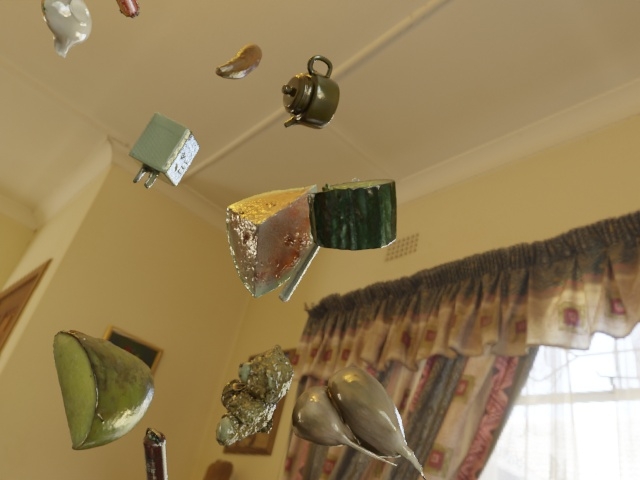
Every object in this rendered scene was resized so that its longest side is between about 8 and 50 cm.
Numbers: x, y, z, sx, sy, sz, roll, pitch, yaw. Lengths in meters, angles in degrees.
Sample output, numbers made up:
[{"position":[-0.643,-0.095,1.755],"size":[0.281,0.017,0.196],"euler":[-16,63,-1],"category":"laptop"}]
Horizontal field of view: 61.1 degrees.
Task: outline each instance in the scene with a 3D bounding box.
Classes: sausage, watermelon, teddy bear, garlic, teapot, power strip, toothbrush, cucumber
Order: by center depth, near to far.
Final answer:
[{"position":[0.074,-0.067,1.135],"size":[0.191,0.191,0.130],"euler":[5,-72,16],"category":"cucumber"},{"position":[-0.434,-0.545,1.189],"size":[0.048,0.050,0.145],"euler":[-18,-5,-9],"category":"sausage"},{"position":[-0.001,-0.001,1.296],"size":[0.025,0.342,0.030],"euler":[33,-1,44],"category":"toothbrush"},{"position":[0.069,0.463,1.346],"size":[0.340,0.231,0.246],"euler":[26,-43,56],"category":"garlic"},{"position":[-0.119,-0.025,1.387],"size":[0.256,0.260,0.176],"euler":[56,-29,12],"category":"watermelon"},{"position":[-0.682,-0.617,1.465],"size":[0.092,0.226,0.145],"euler":[-9,-5,20],"category":"teapot"},{"position":[-0.172,0.411,1.480],"size":[0.156,0.267,0.256],"euler":[23,-75,-10],"category":"teddy bear"},{"position":[-0.497,-0.258,1.689],"size":[0.139,0.224,0.140],"euler":[28,-11,4],"category":"power strip"},{"position":[-0.047,-0.503,1.857],"size":[0.175,0.268,0.185],"euler":[13,18,-34],"category":"teapot"}]

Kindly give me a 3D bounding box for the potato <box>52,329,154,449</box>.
[{"position":[-0.480,0.336,1.294],"size":[0.112,0.270,0.255],"euler":[-27,-21,18],"category":"potato"}]

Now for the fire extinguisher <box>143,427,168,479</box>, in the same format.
[{"position":[-0.325,0.425,1.066],"size":[0.064,0.043,0.158],"euler":[30,-55,40],"category":"fire extinguisher"}]

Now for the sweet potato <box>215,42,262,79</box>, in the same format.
[{"position":[-0.181,-0.440,1.316],"size":[0.078,0.255,0.058],"euler":[-14,-60,18],"category":"sweet potato"}]
